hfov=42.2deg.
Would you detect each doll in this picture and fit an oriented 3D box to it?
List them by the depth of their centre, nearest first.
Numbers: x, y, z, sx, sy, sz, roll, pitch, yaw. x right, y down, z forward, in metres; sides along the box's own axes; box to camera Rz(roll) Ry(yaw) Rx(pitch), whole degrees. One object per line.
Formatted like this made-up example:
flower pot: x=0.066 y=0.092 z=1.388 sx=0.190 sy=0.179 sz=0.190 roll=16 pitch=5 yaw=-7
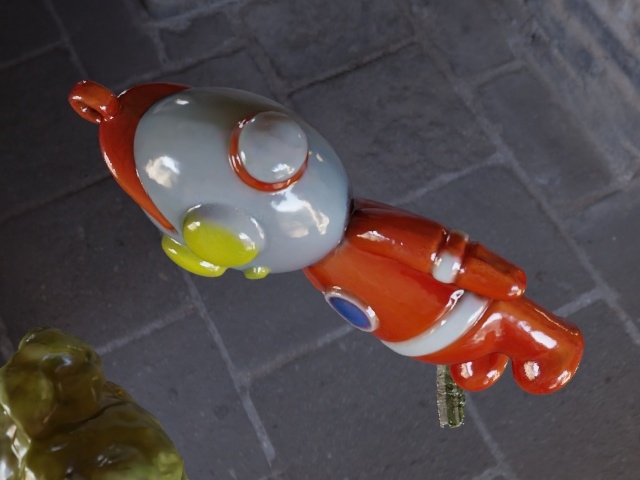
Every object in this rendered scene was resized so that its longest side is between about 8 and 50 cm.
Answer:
doll: x=0.000 y=0.000 z=0.506 sx=0.336 sy=0.200 sz=0.105 roll=32 pitch=72 yaw=-16

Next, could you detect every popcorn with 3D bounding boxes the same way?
popcorn: x=-0.267 y=0.291 z=0.957 sx=0.334 sy=0.293 sz=0.292 roll=36 pitch=101 yaw=19

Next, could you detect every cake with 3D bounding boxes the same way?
cake: x=0.228 y=0.259 z=1.451 sx=0.051 sy=0.055 sz=0.140 roll=-2 pitch=75 yaw=12
